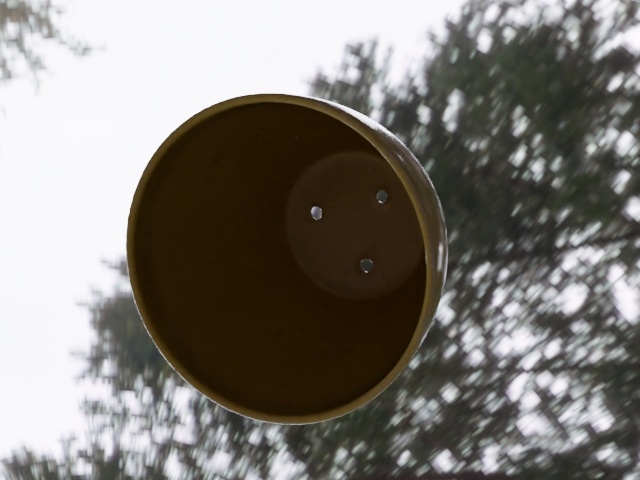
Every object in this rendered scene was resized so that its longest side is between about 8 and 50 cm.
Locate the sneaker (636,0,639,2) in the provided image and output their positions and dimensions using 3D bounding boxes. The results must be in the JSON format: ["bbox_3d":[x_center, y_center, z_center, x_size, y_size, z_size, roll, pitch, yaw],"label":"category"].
[{"bbox_3d":[0.146,-0.051,0.375,0.321,0.180,0.124,37,-76,-6],"label":"sneaker"}]

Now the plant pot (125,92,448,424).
[{"bbox_3d":[0.000,0.000,0.823,0.134,0.095,0.134,5,-78,22],"label":"plant pot"}]
